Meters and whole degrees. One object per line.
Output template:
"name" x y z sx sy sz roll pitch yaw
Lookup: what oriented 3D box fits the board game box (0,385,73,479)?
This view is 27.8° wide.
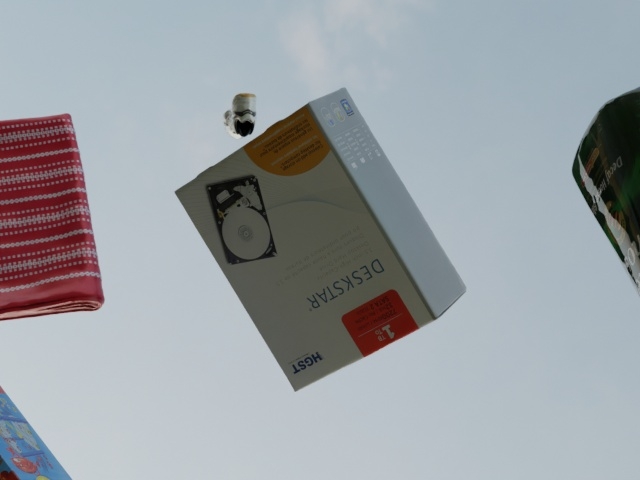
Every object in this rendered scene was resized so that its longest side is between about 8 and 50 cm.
"board game box" -0.346 0.326 1.186 0.308 0.086 0.302 -47 -111 9

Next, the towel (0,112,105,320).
"towel" -0.341 -0.026 1.355 0.031 0.198 0.275 101 -22 -50

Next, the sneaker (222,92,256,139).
"sneaker" -0.086 -0.122 1.364 0.083 0.031 0.037 114 -27 -66

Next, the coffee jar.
"coffee jar" 0.219 0.003 0.761 0.096 0.079 0.184 103 -27 -54

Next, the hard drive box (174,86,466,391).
"hard drive box" 0.000 0.000 1.245 0.181 0.089 0.232 -31 -89 30
